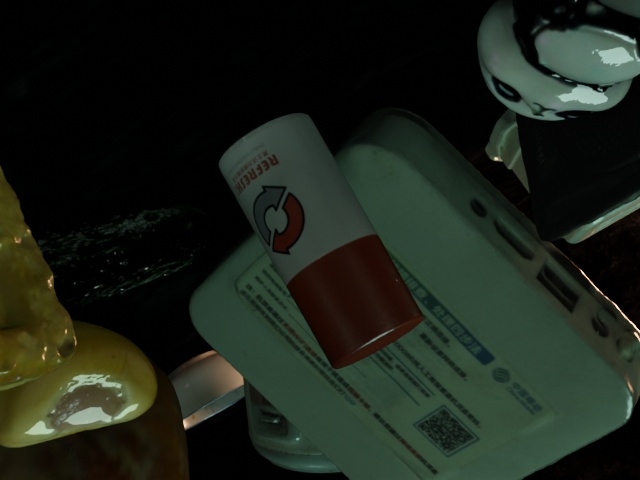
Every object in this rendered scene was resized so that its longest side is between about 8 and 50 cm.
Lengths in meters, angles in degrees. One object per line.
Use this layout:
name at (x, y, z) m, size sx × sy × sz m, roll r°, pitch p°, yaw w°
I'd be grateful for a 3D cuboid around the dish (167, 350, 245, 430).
dish at (-0.194, 0.240, 1.877) m, size 0.236 × 0.086 × 0.228 m, roll -27°, pitch 169°, yaw -17°

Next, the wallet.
wallet at (0.297, -0.168, 1.053) m, size 0.041 × 0.247 × 0.323 m, roll 15°, pitch 145°, yaw -35°

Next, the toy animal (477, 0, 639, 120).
toy animal at (0.225, -0.174, 1.002) m, size 0.179 × 0.166 × 0.138 m, roll 131°, pitch -22°, yaw -55°

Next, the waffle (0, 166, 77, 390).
waffle at (-0.263, 0.024, 0.607) m, size 0.057 × 0.168 × 0.274 m, roll -30°, pitch 172°, yaw 31°

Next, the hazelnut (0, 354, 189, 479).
hazelnut at (-0.305, 0.279, 1.255) m, size 0.366 × 0.365 × 0.366 m, roll -29°, pitch 168°, yaw -7°

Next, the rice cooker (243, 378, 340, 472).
rice cooker at (0.015, 0.145, 1.513) m, size 0.264 × 0.316 × 0.316 m, roll -14°, pitch 161°, yaw -41°

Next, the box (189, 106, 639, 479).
box at (0.094, 0.099, 1.232) m, size 0.396 × 0.396 × 0.111 m, roll -41°, pitch -173°, yaw 43°

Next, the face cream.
face cream at (0.000, 0.000, 1.025) m, size 0.096 × 0.214 × 0.096 m, roll -28°, pitch 168°, yaw -7°

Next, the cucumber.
cucumber at (-0.204, 0.020, 0.959) m, size 0.081 × 0.072 × 0.303 m, roll -39°, pitch 166°, yaw 34°

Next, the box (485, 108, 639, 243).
box at (0.397, -0.138, 1.503) m, size 0.312 × 0.182 × 0.175 m, roll -28°, pitch 168°, yaw -7°

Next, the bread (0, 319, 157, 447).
bread at (-0.252, 0.111, 0.975) m, size 0.142 × 0.091 × 0.305 m, roll -6°, pitch -179°, yaw -31°
